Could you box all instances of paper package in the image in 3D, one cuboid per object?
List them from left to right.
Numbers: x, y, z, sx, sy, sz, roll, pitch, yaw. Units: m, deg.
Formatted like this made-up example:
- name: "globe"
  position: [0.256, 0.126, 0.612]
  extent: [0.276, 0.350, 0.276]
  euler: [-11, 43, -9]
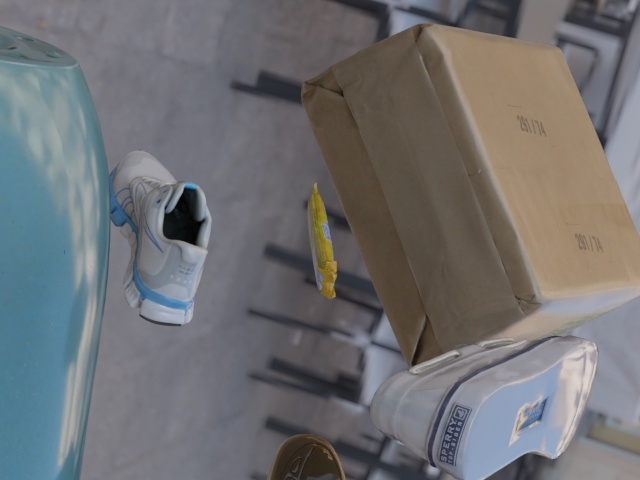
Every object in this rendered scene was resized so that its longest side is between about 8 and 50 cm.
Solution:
- name: "paper package"
  position: [0.168, -0.045, 1.596]
  extent: [0.325, 0.168, 0.309]
  euler: [-5, 72, -60]

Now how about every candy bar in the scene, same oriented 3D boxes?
- name: "candy bar"
  position: [0.000, 0.000, 1.437]
  extent: [0.161, 0.018, 0.040]
  euler: [-101, -170, -61]

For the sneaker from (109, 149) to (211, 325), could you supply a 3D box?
- name: "sneaker"
  position: [-0.116, -0.022, 1.210]
  extent: [0.083, 0.071, 0.191]
  euler: [-60, -148, 28]

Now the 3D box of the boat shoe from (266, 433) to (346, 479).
- name: "boat shoe"
  position: [-0.028, 0.377, 1.802]
  extent: [0.098, 0.109, 0.302]
  euler: [151, -60, -65]

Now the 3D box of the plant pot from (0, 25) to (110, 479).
- name: "plant pot"
  position: [-0.247, -0.009, 0.846]
  extent: [0.293, 0.293, 0.235]
  euler: [-23, 129, -73]

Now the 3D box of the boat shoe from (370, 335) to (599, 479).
- name: "boat shoe"
  position: [0.123, 0.113, 1.129]
  extent: [0.267, 0.088, 0.096]
  euler: [-13, 119, -59]
